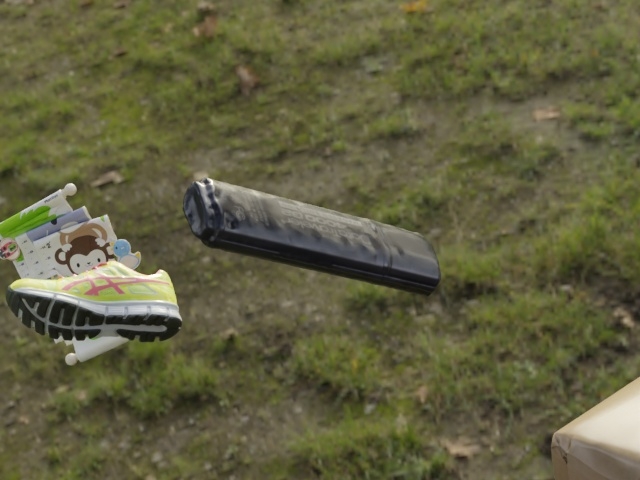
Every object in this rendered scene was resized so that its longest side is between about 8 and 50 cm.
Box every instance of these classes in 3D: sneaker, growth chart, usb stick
[{"bbox_3d":[-0.273,0.065,1.419,0.209,0.081,0.094,8,53,-18],"label":"sneaker"},{"bbox_3d":[-0.323,0.044,1.563,0.172,0.237,0.021,-34,-3,7],"label":"growth chart"},{"bbox_3d":[0.000,0.000,1.100,0.278,0.045,0.077,14,39,-36],"label":"usb stick"}]

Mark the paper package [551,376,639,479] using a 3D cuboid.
[{"bbox_3d":[0.367,0.236,0.973,0.325,0.309,0.168,-24,25,-28],"label":"paper package"}]
